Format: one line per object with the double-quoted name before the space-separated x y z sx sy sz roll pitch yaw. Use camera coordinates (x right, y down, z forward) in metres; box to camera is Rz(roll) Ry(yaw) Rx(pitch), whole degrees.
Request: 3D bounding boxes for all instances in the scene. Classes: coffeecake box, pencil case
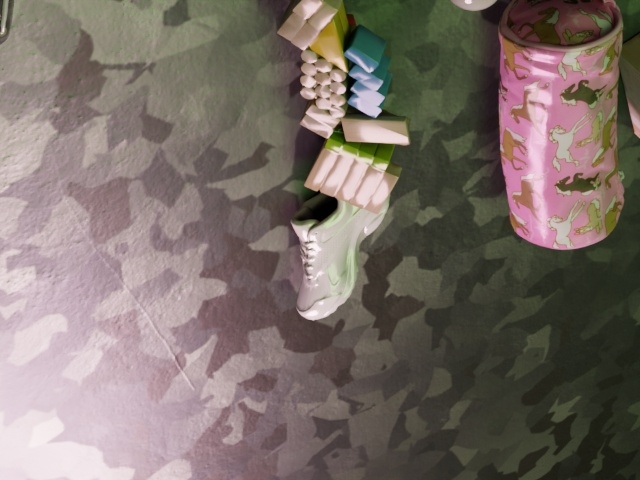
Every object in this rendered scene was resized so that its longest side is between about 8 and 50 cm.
"coffeecake box" 0.503 -0.192 2.199 0.068 0.142 0.185 -32 138 -5
"pencil case" 0.333 -0.168 2.098 0.167 0.160 0.386 -53 148 -34

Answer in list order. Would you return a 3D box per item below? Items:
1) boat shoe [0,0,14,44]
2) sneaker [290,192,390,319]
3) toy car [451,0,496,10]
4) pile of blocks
"boat shoe" -0.362 -0.331 1.534 0.119 0.121 0.335 -31 147 -43
"sneaker" 0.000 0.000 2.084 0.115 0.090 0.232 10 112 -31
"toy car" 0.165 -0.344 1.823 0.182 0.136 0.159 9 125 -12
"pile of blocks" 0.046 -0.198 1.897 0.149 0.113 0.362 6 139 15
